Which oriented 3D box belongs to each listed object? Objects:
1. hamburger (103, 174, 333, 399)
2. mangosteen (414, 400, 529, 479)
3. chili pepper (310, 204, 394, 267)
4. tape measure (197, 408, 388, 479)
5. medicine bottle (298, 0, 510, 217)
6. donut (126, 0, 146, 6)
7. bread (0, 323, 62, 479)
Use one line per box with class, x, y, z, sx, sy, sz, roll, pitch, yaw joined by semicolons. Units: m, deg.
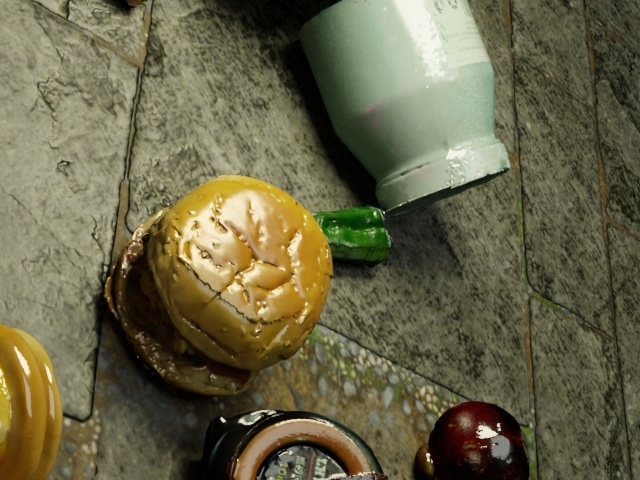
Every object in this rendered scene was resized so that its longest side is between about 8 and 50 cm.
hamburger;-0.110;0.049;1.487;0.244;0.163;0.244;25;53;-38
mangosteen;0.198;0.287;1.714;0.152;0.152;0.153;26;51;-36
chili pepper;0.000;0.000;1.724;0.226;0.059;0.088;-5;76;-47
tape measure;-0.036;0.289;1.422;0.222;0.135;0.202;13;59;-8
medicine bottle;0.126;-0.197;1.835;0.245;0.245;0.290;-15;85;-51
donut;-0.256;-0.380;1.660;0.117;0.065;0.166;22;52;-40
bread;-0.372;0.154;1.170;0.311;0.121;0.173;2;68;-46
